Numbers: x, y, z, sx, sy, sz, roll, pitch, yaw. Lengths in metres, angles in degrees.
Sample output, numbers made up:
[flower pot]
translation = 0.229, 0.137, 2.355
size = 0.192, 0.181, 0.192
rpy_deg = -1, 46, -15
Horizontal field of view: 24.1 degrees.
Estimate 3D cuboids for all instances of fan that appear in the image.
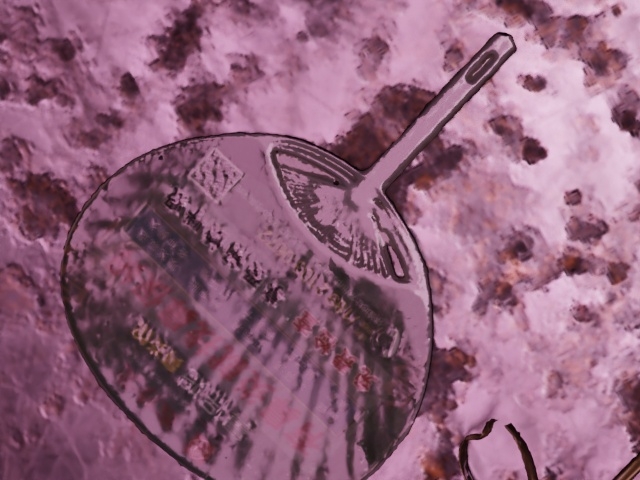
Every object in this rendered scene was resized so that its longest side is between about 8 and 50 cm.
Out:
[fan]
translation = -0.033, 0.001, 0.852
size = 0.223, 0.012, 0.294
rpy_deg = 15, 97, 8

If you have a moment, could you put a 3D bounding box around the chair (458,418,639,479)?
[chair]
translation = 0.238, 0.093, 0.762
size = 0.160, 0.170, 0.325
rpy_deg = 54, 143, -3
